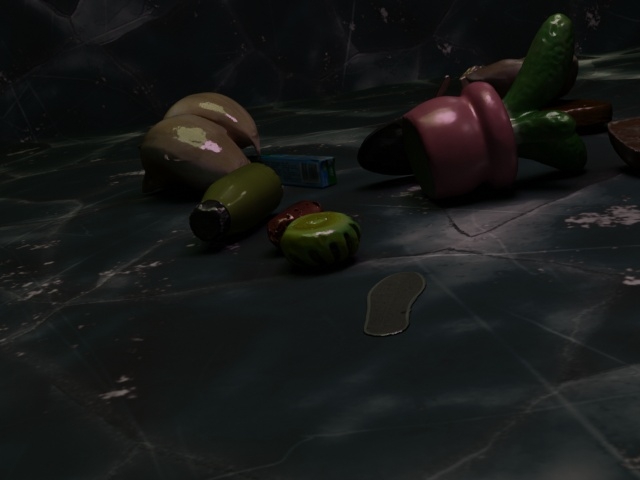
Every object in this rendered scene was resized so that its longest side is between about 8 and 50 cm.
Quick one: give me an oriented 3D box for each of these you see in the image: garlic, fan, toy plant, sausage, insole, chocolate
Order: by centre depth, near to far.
[{"bbox_3d":[0.097,0.081,1.153,0.080,0.003,0.232,-4,16,14],"label":"insole"},{"bbox_3d":[-0.040,-0.026,1.480,0.076,0.076,0.141,-1,17,23],"label":"sausage"},{"bbox_3d":[0.337,-0.230,1.631,0.356,0.317,0.211,-16,22,1],"label":"toy plant"},{"bbox_3d":[0.691,-0.184,1.643,0.253,0.080,0.157,-12,31,-5],"label":"chocolate"},{"bbox_3d":[0.223,-0.216,1.794,0.223,0.012,0.294,21,-44,-40],"label":"fan"},{"bbox_3d":[-0.290,-0.222,2.043,0.313,0.250,0.286,-6,13,44],"label":"garlic"},{"bbox_3d":[0.532,-0.416,2.217,0.279,0.132,0.325,-18,15,-37],"label":"garlic"}]

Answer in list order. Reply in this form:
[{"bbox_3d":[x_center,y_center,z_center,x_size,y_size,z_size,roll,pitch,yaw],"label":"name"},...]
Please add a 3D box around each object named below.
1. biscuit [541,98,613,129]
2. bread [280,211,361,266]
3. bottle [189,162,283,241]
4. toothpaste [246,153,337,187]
[{"bbox_3d":[0.549,-0.311,2.173,0.358,0.074,0.381,-22,22,-40],"label":"biscuit"},{"bbox_3d":[0.000,0.000,1.364,0.129,0.071,0.139,-13,18,-5],"label":"bread"},{"bbox_3d":[-0.162,-0.068,1.612,0.112,0.112,0.260,-3,17,20],"label":"bottle"},{"bbox_3d":[-0.071,-0.166,1.993,0.050,0.065,0.266,-22,20,-40],"label":"toothpaste"}]
